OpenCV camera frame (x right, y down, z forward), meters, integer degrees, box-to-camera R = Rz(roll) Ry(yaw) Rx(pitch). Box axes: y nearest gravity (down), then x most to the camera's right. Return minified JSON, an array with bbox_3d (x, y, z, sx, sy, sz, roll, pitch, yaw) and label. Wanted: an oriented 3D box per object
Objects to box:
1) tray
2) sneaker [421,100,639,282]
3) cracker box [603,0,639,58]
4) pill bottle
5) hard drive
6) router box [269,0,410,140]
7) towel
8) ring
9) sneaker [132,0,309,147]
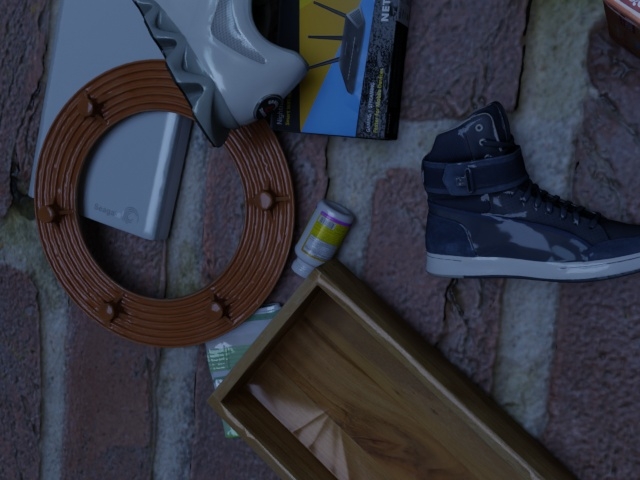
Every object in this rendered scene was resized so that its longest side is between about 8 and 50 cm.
[{"bbox_3d":[0.096,0.231,0.736,0.411,0.076,0.203,43,110,12],"label":"tray"},{"bbox_3d":[0.201,-0.048,0.661,0.226,0.086,0.163,0,102,23],"label":"sneaker"},{"bbox_3d":[0.324,-0.250,0.557,0.067,0.156,0.232,42,109,15],"label":"cracker box"},{"bbox_3d":[0.000,0.000,0.782,0.043,0.043,0.083,34,107,17],"label":"pill bottle"},{"bbox_3d":[-0.245,-0.176,0.874,0.203,0.040,0.307,18,101,21],"label":"hard drive"},{"bbox_3d":[0.021,-0.198,0.753,0.133,0.046,0.178,8,98,23],"label":"router box"},{"bbox_3d":[-0.081,0.154,0.842,0.113,0.023,0.152,-11,91,25],"label":"towel"},{"bbox_3d":[-0.192,-0.038,0.827,0.337,0.032,0.336,2,97,15],"label":"ring"},{"bbox_3d":[-0.125,-0.267,0.745,0.146,0.122,0.330,-31,82,2],"label":"sneaker"}]
